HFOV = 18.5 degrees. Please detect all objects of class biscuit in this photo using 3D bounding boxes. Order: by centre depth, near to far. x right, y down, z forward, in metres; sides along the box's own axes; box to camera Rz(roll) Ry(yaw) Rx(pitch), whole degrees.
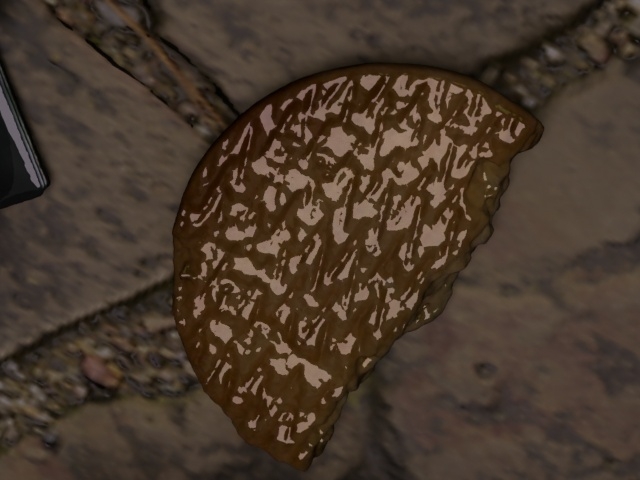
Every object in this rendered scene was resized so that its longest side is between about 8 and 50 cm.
[{"bbox_3d":[0.000,0.000,0.988,0.144,0.033,0.224,30,108,-3],"label":"biscuit"}]

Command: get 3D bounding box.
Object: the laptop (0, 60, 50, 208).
[{"bbox_3d":[-0.225,-0.088,0.990,0.129,0.016,0.180,-17,106,10],"label":"laptop"}]
